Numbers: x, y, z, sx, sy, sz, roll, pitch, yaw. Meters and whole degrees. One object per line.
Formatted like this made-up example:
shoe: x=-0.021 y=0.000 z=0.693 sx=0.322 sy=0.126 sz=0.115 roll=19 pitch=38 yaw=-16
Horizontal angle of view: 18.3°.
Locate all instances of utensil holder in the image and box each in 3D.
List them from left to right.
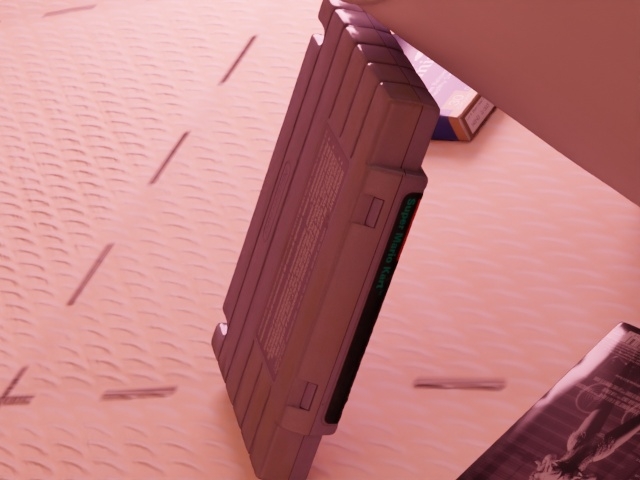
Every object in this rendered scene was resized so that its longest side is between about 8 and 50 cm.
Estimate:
utensil holder: x=0.234 y=-0.232 z=1.601 sx=0.327 sy=0.385 sz=0.327 roll=-45 pitch=23 yaw=25

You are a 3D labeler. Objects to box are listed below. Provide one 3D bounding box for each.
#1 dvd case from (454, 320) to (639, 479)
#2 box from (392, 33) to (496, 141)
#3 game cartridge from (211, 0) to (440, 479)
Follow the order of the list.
dvd case: x=0.211 y=0.159 z=1.500 sx=0.221 sy=0.018 sz=0.164 roll=-41 pitch=34 yaw=-18
box: x=0.094 y=-0.158 z=2.029 sx=0.225 sy=0.036 sz=0.136 roll=3 pitch=45 yaw=44
game cartridge: x=0.000 y=0.000 z=1.652 sx=0.068 sy=0.355 sz=0.230 roll=8 pitch=27 yaw=-23
